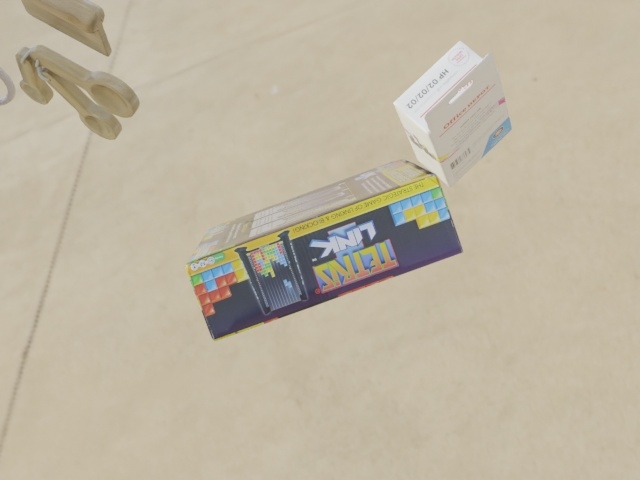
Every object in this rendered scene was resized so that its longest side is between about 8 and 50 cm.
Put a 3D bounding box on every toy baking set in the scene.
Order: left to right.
[{"bbox_3d":[-0.223,-0.134,0.728,0.256,0.196,0.030,18,63,30],"label":"toy baking set"}]

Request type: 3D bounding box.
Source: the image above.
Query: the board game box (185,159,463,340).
[{"bbox_3d":[0.000,0.000,0.674,0.141,0.048,0.170,-19,7,1],"label":"board game box"}]

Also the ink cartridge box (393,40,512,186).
[{"bbox_3d":[0.147,-0.146,1.270,0.104,0.181,0.061,-44,64,-4],"label":"ink cartridge box"}]
